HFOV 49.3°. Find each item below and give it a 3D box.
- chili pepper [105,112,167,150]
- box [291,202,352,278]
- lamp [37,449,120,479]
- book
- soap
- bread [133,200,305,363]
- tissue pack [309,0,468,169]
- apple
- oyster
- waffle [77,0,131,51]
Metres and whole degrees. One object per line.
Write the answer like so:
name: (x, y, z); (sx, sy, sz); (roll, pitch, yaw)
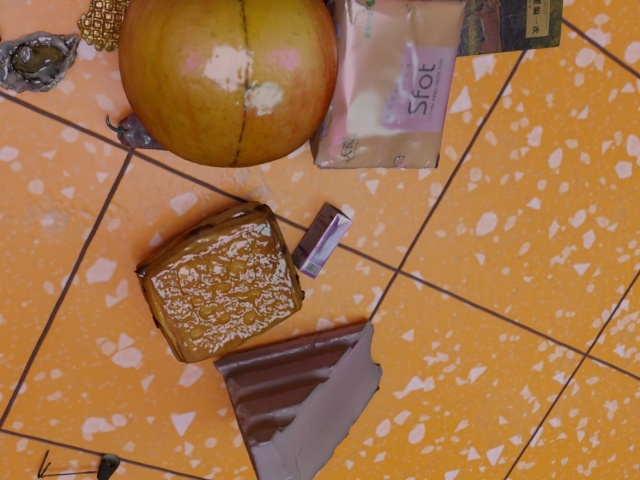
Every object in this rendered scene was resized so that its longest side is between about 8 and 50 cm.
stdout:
chili pepper: (-0.234, -0.155, 1.002); (0.153, 0.041, 0.050); (-1, 132, -35)
box: (0.000, 0.000, 1.136); (0.036, 0.050, 0.117); (27, 99, -33)
lamp: (-0.402, 0.381, 1.163); (0.121, 0.041, 0.054); (17, 113, -27)
book: (0.279, -0.376, 1.097); (0.228, 0.024, 0.160); (-9, 111, -15)
soap: (0.005, 0.272, 1.131); (0.302, 0.258, 0.159); (-14, 113, -14)
bread: (-0.156, 0.063, 1.086); (0.235, 0.099, 0.211); (-27, 119, -13)
tissue pack: (0.092, -0.238, 1.035); (0.214, 0.123, 0.257); (-3, 119, -20)
apple: (-0.113, -0.221, 0.887); (0.285, 0.286, 0.233); (-6, 122, -16)
oyster: (-0.379, -0.239, 0.930); (0.100, 0.037, 0.098); (14, 87, -2)
waffle: (-0.287, -0.298, 0.940); (0.078, 0.016, 0.085); (38, 96, -27)
